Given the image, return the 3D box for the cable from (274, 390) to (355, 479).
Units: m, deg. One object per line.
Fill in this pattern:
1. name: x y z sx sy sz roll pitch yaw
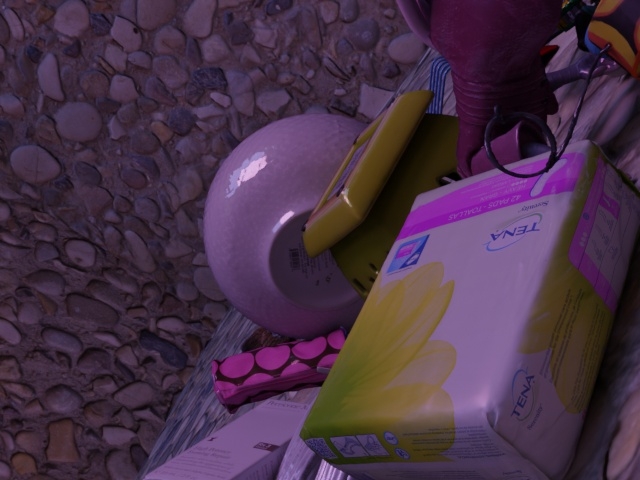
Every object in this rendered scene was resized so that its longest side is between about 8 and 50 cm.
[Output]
1. cable: 0.012 0.259 0.991 0.257 0.089 0.257 -63 7 2

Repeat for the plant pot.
1. plant pot: 0.117 -0.038 1.223 0.228 0.207 0.227 -60 8 -21

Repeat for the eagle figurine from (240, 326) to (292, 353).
1. eagle figurine: -0.067 0.114 2.063 0.226 0.225 0.298 54 -153 -56

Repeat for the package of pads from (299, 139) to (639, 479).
1. package of pads: 0.137 0.064 0.833 0.229 0.101 0.296 -16 38 49

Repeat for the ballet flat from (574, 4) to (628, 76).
1. ballet flat: 0.343 -0.228 1.146 0.074 0.074 0.203 -55 13 14

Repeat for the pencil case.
1. pencil case: -0.050 0.186 1.390 0.209 0.095 0.098 -15 25 3

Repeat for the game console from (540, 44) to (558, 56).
1. game console: 0.322 -0.255 1.591 0.144 0.085 0.124 -97 10 -80

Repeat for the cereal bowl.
1. cereal bowl: 0.000 0.000 1.401 0.339 0.339 0.141 -54 20 16

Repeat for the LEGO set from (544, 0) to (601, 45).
1. LEGO set: 0.294 -0.383 1.284 0.331 0.192 0.255 -37 -5 -16

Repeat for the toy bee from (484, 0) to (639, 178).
1. toy bee: 0.279 -0.173 0.773 0.298 0.195 0.162 -55 -15 -29

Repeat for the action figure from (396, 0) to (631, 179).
1. action figure: 0.176 -0.161 1.012 0.248 0.275 0.370 -63 -30 -65

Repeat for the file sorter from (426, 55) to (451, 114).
1. file sorter: 0.226 -0.219 1.511 0.170 0.104 0.118 -93 6 -75

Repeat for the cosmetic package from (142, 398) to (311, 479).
1. cosmetic package: -0.082 0.268 1.154 0.117 0.086 0.231 -1 16 36
